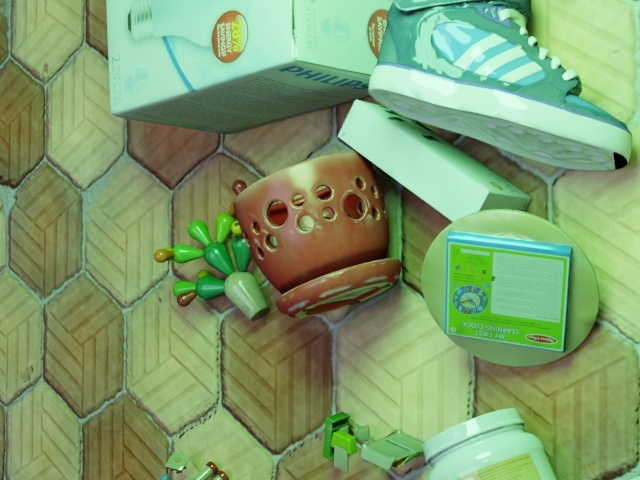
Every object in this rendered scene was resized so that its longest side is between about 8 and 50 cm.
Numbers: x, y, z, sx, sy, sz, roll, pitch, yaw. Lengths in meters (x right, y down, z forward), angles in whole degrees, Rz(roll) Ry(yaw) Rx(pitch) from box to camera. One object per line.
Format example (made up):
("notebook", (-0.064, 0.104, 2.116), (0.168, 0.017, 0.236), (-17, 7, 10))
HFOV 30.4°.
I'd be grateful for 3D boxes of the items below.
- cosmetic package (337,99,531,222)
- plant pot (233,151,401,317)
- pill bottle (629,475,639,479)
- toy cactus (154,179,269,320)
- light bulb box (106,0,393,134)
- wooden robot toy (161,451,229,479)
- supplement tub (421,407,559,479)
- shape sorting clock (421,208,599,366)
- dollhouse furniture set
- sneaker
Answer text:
("cosmetic package", (0.138, -0.092, 1.456), (0.239, 0.099, 0.060), (39, 114, 35))
("plant pot", (0.000, 0.000, 1.520), (0.191, 0.191, 0.174), (-26, 77, 39))
("pill bottle", (0.349, 0.351, 1.189), (0.176, 0.176, 0.318), (37, 108, 37))
("toy cactus", (-0.141, 0.036, 1.714), (0.219, 0.112, 0.180), (-46, 69, 21))
("light bulb box", (-0.094, -0.356, 1.593), (0.361, 0.225, 0.357), (-10, 82, 43))
("wooden robot toy", (-0.167, 0.387, 1.753), (0.173, 0.076, 0.079), (34, 146, 38))
("supplement tub", (0.208, 0.307, 1.345), (0.144, 0.144, 0.199), (-36, 64, 35))
("shape sorting clock", (0.218, 0.056, 1.364), (0.206, 0.040, 0.206), (9, 116, 18))
("dollhouse furniture set", (0.065, 0.276, 1.530), (0.152, 0.076, 0.058), (17, 112, 43))
("sneaker", (0.231, -0.232, 1.359), (0.323, 0.130, 0.236), (19, 80, 19))
